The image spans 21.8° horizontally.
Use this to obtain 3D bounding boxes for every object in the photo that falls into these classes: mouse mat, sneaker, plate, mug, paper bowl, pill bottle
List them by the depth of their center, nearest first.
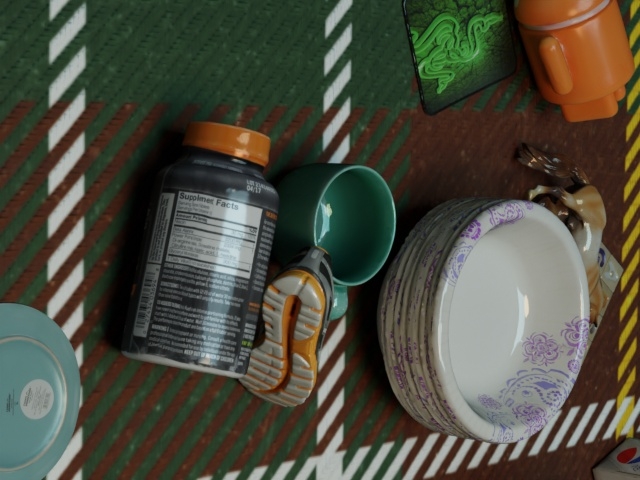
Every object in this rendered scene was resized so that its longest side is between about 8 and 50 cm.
[{"bbox_3d":[-0.295,0.152,1.563,0.188,0.024,0.188,-4,96,-45],"label":"plate"},{"bbox_3d":[-0.114,0.007,1.658,0.130,0.130,0.245,17,82,-45],"label":"pill bottle"},{"bbox_3d":[-0.027,0.094,1.742,0.083,0.084,0.215,-64,176,-45],"label":"sneaker"},{"bbox_3d":[-0.003,-0.009,1.793,0.129,0.097,0.157,50,61,-37],"label":"mug"},{"bbox_3d":[0.177,0.089,1.950,0.284,0.148,0.284,-7,99,-45],"label":"paper bowl"},{"bbox_3d":[0.173,-0.249,2.015,0.190,0.007,0.152,-28,114,-39],"label":"mouse mat"}]

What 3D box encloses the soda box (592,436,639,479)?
[{"bbox_3d":[0.465,0.424,2.318,0.098,0.091,0.286,-33,117,-40],"label":"soda box"}]

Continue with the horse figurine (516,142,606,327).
[{"bbox_3d":[0.310,0.003,2.126,0.174,0.066,0.263,-12,104,-38],"label":"horse figurine"}]

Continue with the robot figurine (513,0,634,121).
[{"bbox_3d":[0.316,-0.258,2.075,0.158,0.128,0.219,-31,118,-16],"label":"robot figurine"}]

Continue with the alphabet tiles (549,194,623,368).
[{"bbox_3d":[0.310,0.083,2.186,0.198,0.009,0.237,45,63,-39],"label":"alphabet tiles"}]
